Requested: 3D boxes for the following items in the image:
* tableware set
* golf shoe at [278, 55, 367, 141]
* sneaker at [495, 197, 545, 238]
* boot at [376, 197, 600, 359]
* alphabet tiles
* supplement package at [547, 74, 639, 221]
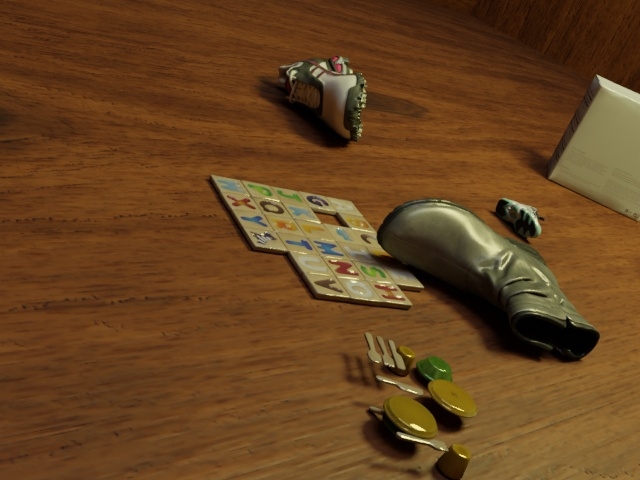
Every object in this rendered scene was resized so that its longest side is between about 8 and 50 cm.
[{"bbox_3d":[0.087,0.138,0.709,0.104,0.024,0.154,20,22,-18],"label":"tableware set"},{"bbox_3d":[0.003,-0.227,1.352,0.120,0.105,0.273,2,22,-11],"label":"golf shoe"},{"bbox_3d":[0.317,-0.032,1.277,0.069,0.038,0.098,8,28,-31],"label":"sneaker"},{"bbox_3d":[0.191,0.043,0.931,0.246,0.083,0.161,19,24,-25],"label":"boot"},{"bbox_3d":[0.000,0.000,0.939,0.198,0.009,0.237,9,26,-32],"label":"alphabet tiles"},{"bbox_3d":[0.576,-0.183,1.645,0.194,0.203,0.149,26,23,4],"label":"supplement package"}]
